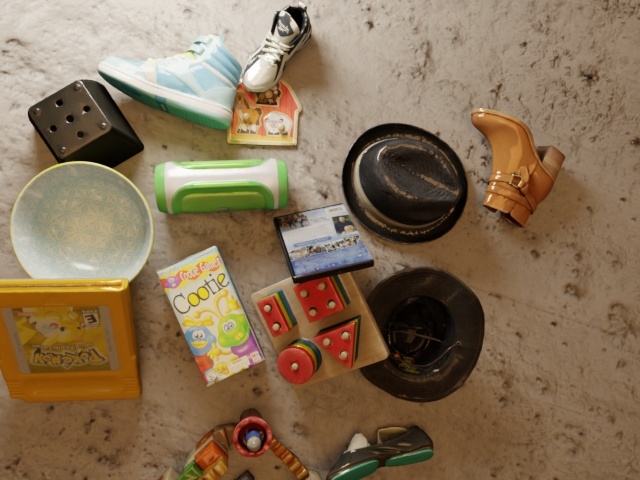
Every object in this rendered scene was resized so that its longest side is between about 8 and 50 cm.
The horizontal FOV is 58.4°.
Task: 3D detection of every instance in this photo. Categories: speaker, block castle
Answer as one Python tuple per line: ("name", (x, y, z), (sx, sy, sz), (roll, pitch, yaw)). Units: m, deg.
("speaker", (-0.227, -0.127, 1.334), (0.296, 0.131, 0.131), (-3, 88, -8))
("block castle", (-0.217, 0.623, 1.263), (0.453, 0.213, 0.303), (-43, 94, -7))

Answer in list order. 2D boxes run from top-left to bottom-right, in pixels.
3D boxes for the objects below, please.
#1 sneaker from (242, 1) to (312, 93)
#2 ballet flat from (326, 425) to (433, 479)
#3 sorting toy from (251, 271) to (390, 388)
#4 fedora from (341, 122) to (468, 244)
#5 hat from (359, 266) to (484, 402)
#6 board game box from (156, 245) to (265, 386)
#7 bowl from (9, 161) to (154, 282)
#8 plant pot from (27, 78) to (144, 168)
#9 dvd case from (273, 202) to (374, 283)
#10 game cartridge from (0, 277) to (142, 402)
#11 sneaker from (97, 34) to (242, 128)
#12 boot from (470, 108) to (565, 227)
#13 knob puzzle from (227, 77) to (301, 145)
("sneaker", (-0.101, -0.463, 1.340), (0.094, 0.153, 0.235), (43, 77, 5))
("ballet flat", (0.135, 0.512, 1.382), (0.280, 0.095, 0.096), (-8, 45, -18))
("sorting toy", (-0.014, 0.202, 1.312), (0.257, 0.089, 0.255), (-24, 92, 21))
("fedora", (0.222, -0.145, 1.387), (0.334, 0.152, 0.334), (0, 88, -8))
("hat", (0.234, 0.213, 1.386), (0.331, 0.134, 0.331), (0, 101, 2))
("board game box", (-0.247, 0.167, 1.311), (0.142, 0.144, 0.275), (-23, 91, -8))
("bowl", (-0.507, -0.025, 1.270), (0.289, 0.156, 0.289), (0, 93, -8))
("plant pot", (-0.534, -0.249, 1.275), (0.187, 0.167, 0.188), (-33, 94, -8))
("dvd case", (0.000, 0.000, 1.318), (0.180, 0.253, 0.022), (-13, 126, -8))
("game cartridge", (-0.543, 0.222, 1.229), (0.285, 0.053, 0.324), (0, 121, -8))
("sneaker", (-0.334, -0.407, 1.335), (0.319, 0.127, 0.208), (19, 85, -14))
("boot", (0.461, -0.184, 1.459), (0.283, 0.109, 0.220), (32, 88, -13))
("knob puzzle", (-0.141, -0.332, 1.404), (0.213, 0.030, 0.213), (0, 87, -8))
